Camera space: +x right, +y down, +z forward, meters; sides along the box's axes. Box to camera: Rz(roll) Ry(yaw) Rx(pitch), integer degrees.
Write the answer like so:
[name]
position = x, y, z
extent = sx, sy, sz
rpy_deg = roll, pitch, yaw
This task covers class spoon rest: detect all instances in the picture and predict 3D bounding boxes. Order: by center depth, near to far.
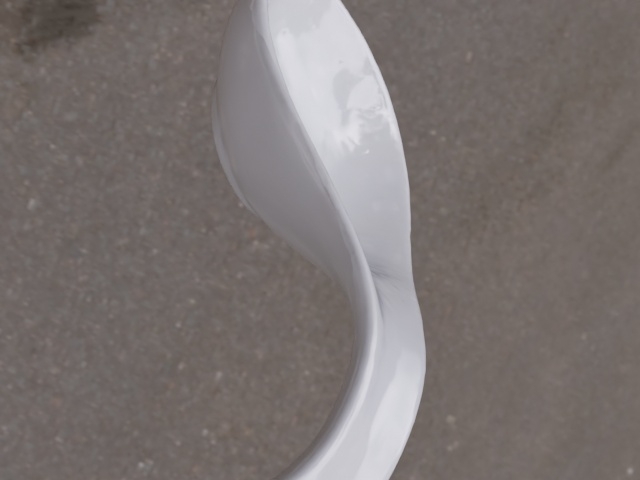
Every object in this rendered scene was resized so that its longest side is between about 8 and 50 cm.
[spoon rest]
position = 0.000, 0.000, 0.488
extent = 0.137, 0.084, 0.276
rpy_deg = 50, 37, -43
